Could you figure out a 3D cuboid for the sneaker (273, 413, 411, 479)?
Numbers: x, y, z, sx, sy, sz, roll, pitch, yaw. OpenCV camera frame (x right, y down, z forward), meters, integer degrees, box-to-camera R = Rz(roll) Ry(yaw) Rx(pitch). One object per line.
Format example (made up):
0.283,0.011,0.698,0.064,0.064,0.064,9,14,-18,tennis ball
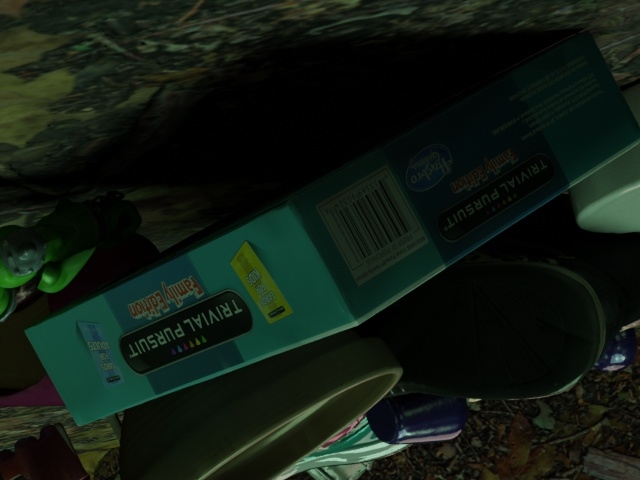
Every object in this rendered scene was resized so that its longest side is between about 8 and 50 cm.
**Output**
-0.060,0.146,1.661,0.295,0.124,0.178,-21,135,5,sneaker

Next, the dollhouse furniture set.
-0.165,0.217,1.985,0.374,0.152,0.201,-28,177,-8,dollhouse furniture set

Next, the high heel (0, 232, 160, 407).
-0.269,0.074,1.432,0.181,0.127,0.377,4,159,-36,high heel

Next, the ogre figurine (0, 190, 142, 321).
-0.223,0.022,1.238,0.197,0.097,0.118,-3,-174,17,ogre figurine

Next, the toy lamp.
0.159,0.116,1.657,0.274,0.080,0.080,-18,176,-35,toy lamp

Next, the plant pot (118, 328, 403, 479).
-0.065,0.118,1.388,0.237,0.110,0.237,-33,167,-8,plant pot

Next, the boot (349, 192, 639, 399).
0.107,0.038,1.572,0.377,0.138,0.284,0,-169,33,boot

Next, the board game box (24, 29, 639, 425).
0.000,0.000,1.171,0.253,0.079,0.336,-30,-177,-36,board game box

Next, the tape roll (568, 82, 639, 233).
0.370,-0.086,1.392,0.392,0.072,0.392,-11,172,-2,tape roll

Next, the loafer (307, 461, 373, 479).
-0.078,0.155,1.812,0.319,0.111,0.112,29,-178,-22,loafer
